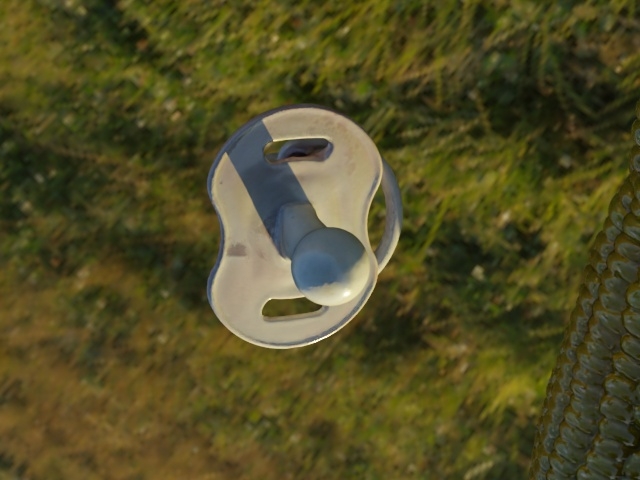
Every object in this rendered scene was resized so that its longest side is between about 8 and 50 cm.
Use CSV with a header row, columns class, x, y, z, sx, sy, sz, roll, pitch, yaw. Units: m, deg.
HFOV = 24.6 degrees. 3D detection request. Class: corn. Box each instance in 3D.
class,x,y,z,sx,sy,sz,roll,pitch,yaw
corn,0.154,0.029,0.625,0.102,0.102,0.313,25,115,20

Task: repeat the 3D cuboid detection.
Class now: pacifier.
class,x,y,z,sx,sy,sz,roll,pitch,yaw
pacifier,0.000,0.000,0.551,0.078,0.081,0.099,-134,41,-64
